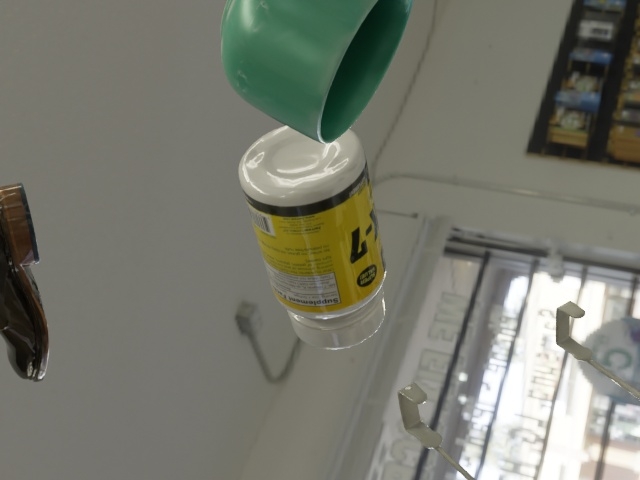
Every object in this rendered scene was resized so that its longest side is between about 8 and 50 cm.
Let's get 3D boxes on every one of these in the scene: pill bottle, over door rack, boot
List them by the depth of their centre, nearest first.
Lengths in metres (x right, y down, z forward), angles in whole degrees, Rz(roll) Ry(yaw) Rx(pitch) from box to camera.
[{"bbox_3d":[-0.301,0.049,0.811,0.106,0.082,0.219,-12,-50,-21],"label":"boot"},{"bbox_3d":[0.000,0.000,0.899,0.119,0.119,0.208,-61,-31,-42],"label":"pill bottle"},{"bbox_3d":[0.265,0.232,0.910,0.240,0.324,0.108,-24,-41,-24],"label":"over door rack"}]

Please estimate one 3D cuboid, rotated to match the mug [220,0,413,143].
[{"bbox_3d":[-0.003,-0.150,0.646,0.158,0.097,0.129,-43,-21,-57],"label":"mug"}]
